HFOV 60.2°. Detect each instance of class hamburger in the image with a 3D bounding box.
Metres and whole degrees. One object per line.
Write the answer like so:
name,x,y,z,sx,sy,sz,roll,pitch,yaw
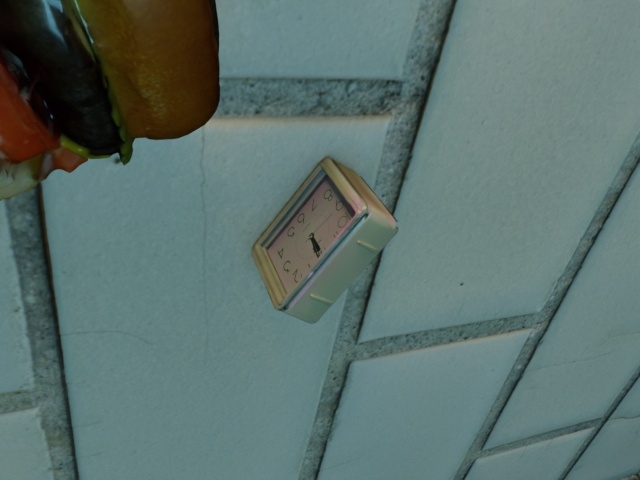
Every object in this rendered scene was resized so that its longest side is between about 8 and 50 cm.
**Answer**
hamburger,-0.231,-0.193,0.393,0.250,0.330,0.330,-24,133,-15

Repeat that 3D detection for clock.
clock,0.000,0.000,0.771,0.071,0.147,0.192,27,112,-38
